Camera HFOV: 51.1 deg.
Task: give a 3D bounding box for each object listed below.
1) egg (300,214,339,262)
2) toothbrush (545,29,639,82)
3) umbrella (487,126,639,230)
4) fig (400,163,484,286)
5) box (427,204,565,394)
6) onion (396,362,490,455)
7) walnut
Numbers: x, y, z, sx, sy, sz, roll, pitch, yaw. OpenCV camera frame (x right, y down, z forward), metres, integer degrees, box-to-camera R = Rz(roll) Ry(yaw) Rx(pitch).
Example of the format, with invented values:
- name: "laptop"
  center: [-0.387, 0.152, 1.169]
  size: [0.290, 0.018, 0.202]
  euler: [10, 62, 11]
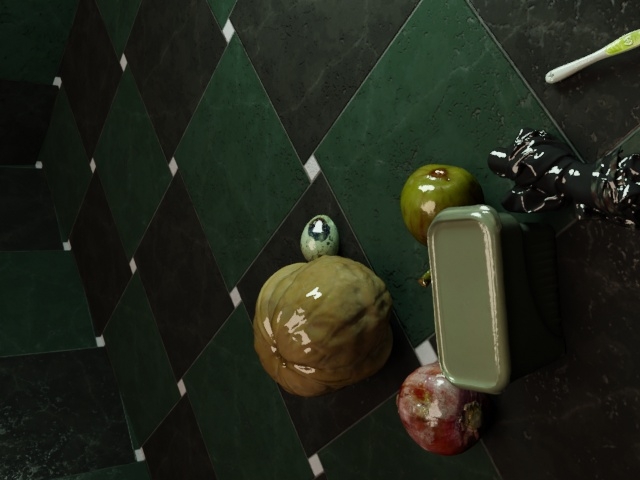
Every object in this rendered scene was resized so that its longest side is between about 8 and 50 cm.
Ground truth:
- name: "egg"
  center: [0.000, 0.000, 1.448]
  size: [0.085, 0.085, 0.110]
  euler: [13, 95, 51]
- name: "toothbrush"
  center: [0.422, -0.269, 0.919]
  size: [0.263, 0.026, 0.022]
  euler: [-19, 80, 55]
- name: "umbrella"
  center: [0.353, -0.087, 0.962]
  size: [0.272, 0.110, 0.122]
  euler: [24, 122, 48]
- name: "fig"
  center: [0.215, -0.036, 1.143]
  size: [0.142, 0.148, 0.186]
  euler: [-7, 128, 39]
- name: "box"
  center: [0.273, 0.080, 1.031]
  size: [0.138, 0.178, 0.274]
  euler: [-1, 94, 52]
- name: "onion"
  center: [0.199, 0.290, 1.179]
  size: [0.194, 0.159, 0.160]
  euler: [-2, 93, 52]
- name: "walnut"
  center: [0.005, 0.165, 1.316]
  size: [0.285, 0.285, 0.296]
  euler: [56, 143, 31]
